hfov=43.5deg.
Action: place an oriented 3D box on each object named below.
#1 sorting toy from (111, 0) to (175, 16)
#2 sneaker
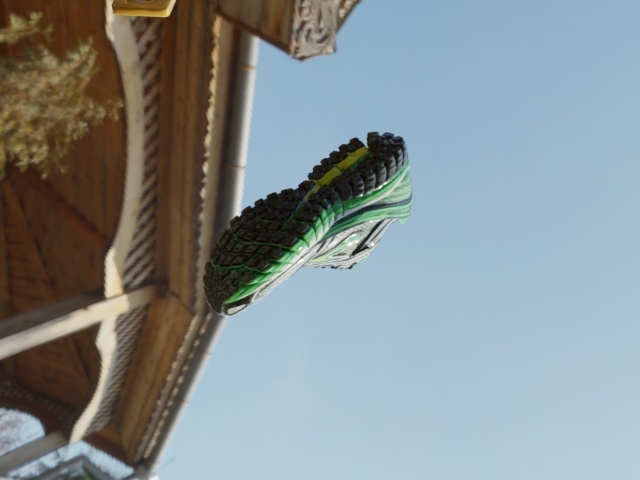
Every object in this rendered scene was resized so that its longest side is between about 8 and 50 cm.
[{"bbox_3d":[-0.172,-0.386,0.929,0.047,0.196,0.347,85,1,-53],"label":"sorting toy"},{"bbox_3d":[0.000,0.000,1.064,0.134,0.343,0.146,28,-34,52],"label":"sneaker"}]
